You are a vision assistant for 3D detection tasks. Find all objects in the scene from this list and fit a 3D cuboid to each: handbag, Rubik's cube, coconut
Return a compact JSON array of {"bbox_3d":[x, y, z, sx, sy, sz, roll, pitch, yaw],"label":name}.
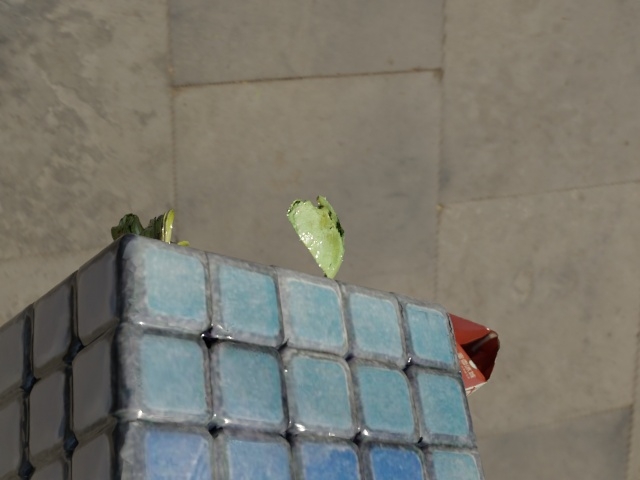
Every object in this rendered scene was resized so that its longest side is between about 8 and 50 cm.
[{"bbox_3d":[0.116,0.208,1.600,0.298,0.151,0.171,-14,148,-34],"label":"handbag"},{"bbox_3d":[-0.064,0.163,0.599,0.237,0.238,0.236,13,57,-38],"label":"Rubik's cube"},{"bbox_3d":[0.004,-0.003,1.551,0.055,0.158,0.133,-16,96,12],"label":"coconut"}]

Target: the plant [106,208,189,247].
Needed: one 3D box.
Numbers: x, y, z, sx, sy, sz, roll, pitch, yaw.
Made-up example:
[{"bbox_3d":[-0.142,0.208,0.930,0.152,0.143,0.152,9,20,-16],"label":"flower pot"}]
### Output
[{"bbox_3d":[-0.296,0.125,1.823,0.261,0.306,0.297,-29,82,4],"label":"plant"}]
